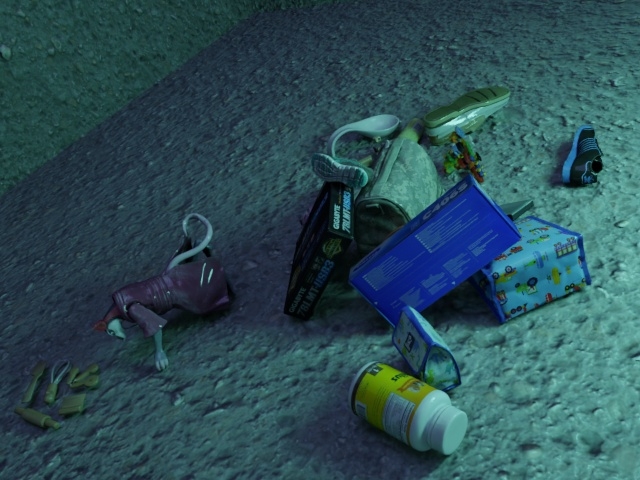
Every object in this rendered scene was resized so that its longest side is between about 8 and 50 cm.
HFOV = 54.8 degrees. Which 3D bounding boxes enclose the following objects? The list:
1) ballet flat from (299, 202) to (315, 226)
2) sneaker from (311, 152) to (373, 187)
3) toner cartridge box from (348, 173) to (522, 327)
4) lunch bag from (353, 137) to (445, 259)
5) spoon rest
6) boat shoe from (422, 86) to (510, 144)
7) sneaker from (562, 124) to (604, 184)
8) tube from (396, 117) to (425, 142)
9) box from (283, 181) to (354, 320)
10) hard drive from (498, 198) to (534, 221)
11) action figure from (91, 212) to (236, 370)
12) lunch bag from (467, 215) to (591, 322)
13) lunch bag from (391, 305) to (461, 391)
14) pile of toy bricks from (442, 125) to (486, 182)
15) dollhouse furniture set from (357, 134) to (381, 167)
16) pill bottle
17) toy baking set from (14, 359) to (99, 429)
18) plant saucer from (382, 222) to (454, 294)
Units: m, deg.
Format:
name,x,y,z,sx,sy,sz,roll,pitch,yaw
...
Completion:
name,x,y,z,sx,sy,sz,roll,pitch,yaw
ballet flat,0.028,-0.110,1.866,0.079,0.077,0.221,29,60,25
sneaker,0.054,-0.171,1.492,0.166,0.065,0.076,26,29,26
toner cartridge box,0.244,0.029,1.352,0.348,0.165,0.075,-39,14,20
lunch bag,0.198,-0.090,1.587,0.212,0.256,0.305,0,39,24
spoon rest,0.147,-0.380,2.155,0.276,0.084,0.137,-27,36,-10
boat shoe,0.481,-0.410,2.020,0.302,0.103,0.113,-22,35,-3
sneaker,0.734,-0.232,1.689,0.090,0.081,0.232,10,51,31
tube,0.273,-0.314,2.030,0.070,0.062,0.240,-10,34,43
box,0.000,0.000,1.548,0.073,0.295,0.293,19,37,-11
hard drive,0.475,-0.070,1.576,0.094,0.022,0.135,-10,12,43
action figure,-0.404,0.138,1.571,0.370,0.275,0.248,-23,39,-30
lunch bag,0.442,0.029,1.441,0.221,0.138,0.293,-23,26,-1
lunch bag,0.211,0.221,1.249,0.096,0.151,0.129,-24,36,-8
pile of toy bricks,0.408,-0.242,1.846,0.105,0.118,0.212,-40,36,29
dollhouse furniture set,0.150,-0.288,2.043,0.114,0.091,0.081,-27,20,-6
pill bottle,0.164,0.318,1.169,0.215,0.117,0.117,19,50,41
toy baking set,-0.667,0.382,1.556,0.256,0.030,0.197,3,38,28
plant saucer,0.237,0.045,1.443,0.200,0.200,0.037,-4,22,20
